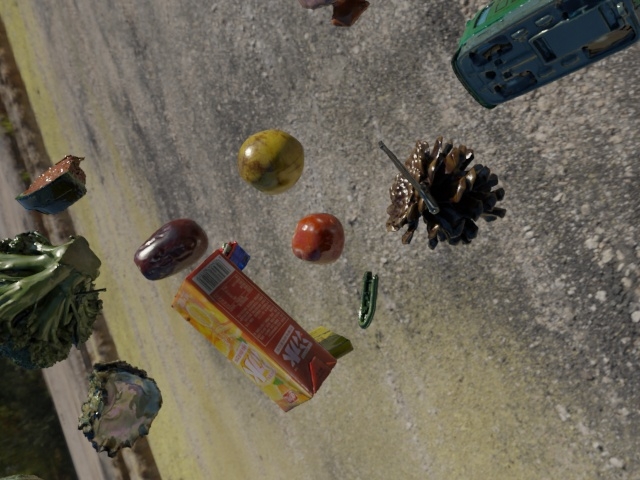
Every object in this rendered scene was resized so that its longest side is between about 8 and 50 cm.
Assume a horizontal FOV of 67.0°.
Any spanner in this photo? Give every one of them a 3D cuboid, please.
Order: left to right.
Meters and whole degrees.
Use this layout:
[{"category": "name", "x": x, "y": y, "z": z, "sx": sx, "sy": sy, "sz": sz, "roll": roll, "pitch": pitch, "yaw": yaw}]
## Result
[{"category": "spanner", "x": 0.229, "y": -0.156, "z": 1.230, "sx": 0.026, "sy": 0.325, "sz": 0.093, "roll": -32, "pitch": 50, "yaw": 21}]

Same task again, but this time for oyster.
[{"category": "oyster", "x": -0.500, "y": 0.407, "z": 1.196, "sx": 0.092, "sy": 0.198, "sz": 0.260, "roll": 24, "pitch": 136, "yaw": 35}]

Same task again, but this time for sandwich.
[{"category": "sandwich", "x": -0.676, "y": -0.129, "z": 1.230, "sx": 0.234, "sy": 0.159, "sz": 0.079, "roll": -24, "pitch": 126, "yaw": 20}]

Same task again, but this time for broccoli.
[{"category": "broccoli", "x": -0.590, "y": 0.119, "z": 1.023, "sx": 0.304, "sy": 0.283, "sz": 0.321, "roll": 46, "pitch": -163, "yaw": -32}]

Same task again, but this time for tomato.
[{"category": "tomato", "x": 0.001, "y": -0.004, "z": 1.970, "sx": 0.188, "sy": 0.231, "sz": 0.232, "roll": 37, "pitch": 132, "yaw": 43}]

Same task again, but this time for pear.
[{"category": "pear", "x": -0.201, "y": -0.325, "z": 1.997, "sx": 0.280, "sy": 0.280, "sz": 0.281, "roll": 27, "pitch": 125, "yaw": 46}]

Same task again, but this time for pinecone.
[{"category": "pinecone", "x": 0.403, "y": -0.128, "z": 1.516, "sx": 0.384, "sy": 0.384, "sz": 0.385, "roll": 27, "pitch": 125, "yaw": 46}]

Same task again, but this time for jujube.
[{"category": "jujube", "x": -0.650, "y": 0.038, "z": 2.116, "sx": 0.223, "sy": 0.317, "sz": 0.223, "roll": 49, "pitch": 165, "yaw": 19}]

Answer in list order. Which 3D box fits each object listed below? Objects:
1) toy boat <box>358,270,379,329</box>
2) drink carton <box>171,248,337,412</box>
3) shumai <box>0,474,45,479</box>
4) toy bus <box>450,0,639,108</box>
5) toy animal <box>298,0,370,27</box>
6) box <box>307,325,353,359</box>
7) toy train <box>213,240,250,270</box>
[{"category": "toy boat", "x": 0.173, "y": 0.216, "z": 1.753, "sx": 0.104, "sy": 0.052, "sz": 0.211, "roll": 177, "pitch": 102, "yaw": -67}, {"category": "drink carton", "x": -0.093, "y": 0.126, "z": 0.659, "sx": 0.223, "sy": 0.071, "sz": 0.096, "roll": 42, "pitch": 140, "yaw": 1}, {"category": "shumai", "x": -0.538, "y": 0.582, "z": 0.720, "sx": 0.394, "sy": 0.348, "sz": 0.396, "roll": -2, "pitch": 84, "yaw": 18}, {"category": "toy bus", "x": 0.461, "y": -0.446, "z": 0.998, "sx": 0.183, "sy": 0.200, "sz": 0.343, "roll": 38, "pitch": 146, "yaw": -28}, {"category": "toy animal", "x": -0.015, "y": -0.525, "z": 0.823, "sx": 0.168, "sy": 0.196, "sz": 0.281, "roll": 5, "pitch": 150, "yaw": 30}, {"category": "box", "x": -0.015, "y": 0.336, "z": 1.508, "sx": 0.041, "sy": 0.152, "sz": 0.279, "roll": 67, "pitch": 164, "yaw": -6}, {"category": "toy train", "x": -0.357, "y": 0.091, "z": 1.854, "sx": 0.082, "sy": 0.204, "sz": 0.131, "roll": -34, "pitch": 109, "yaw": 26}]
